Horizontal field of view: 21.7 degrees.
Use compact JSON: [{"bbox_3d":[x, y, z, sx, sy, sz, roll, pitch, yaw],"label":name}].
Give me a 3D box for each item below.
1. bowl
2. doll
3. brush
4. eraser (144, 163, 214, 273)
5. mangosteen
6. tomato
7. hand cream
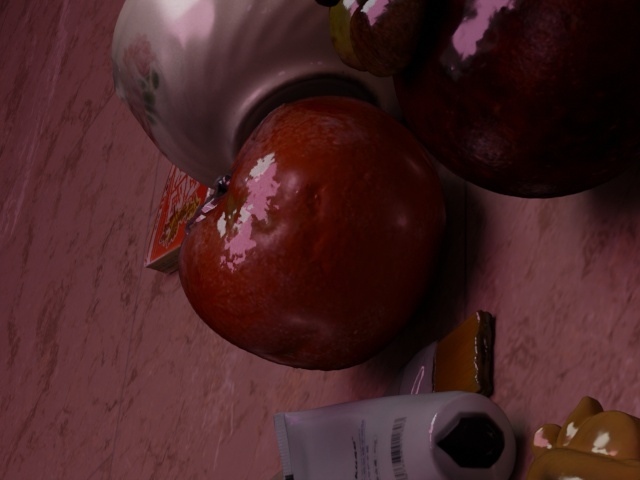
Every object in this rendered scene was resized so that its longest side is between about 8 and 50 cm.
[{"bbox_3d":[-0.031,-0.137,1.442,0.277,0.277,0.145,-55,42,31],"label":"bowl"},{"bbox_3d":[0.187,0.151,0.856,0.291,0.086,0.117,7,72,66],"label":"doll"},{"bbox_3d":[0.033,0.155,1.310,0.336,0.020,0.085,-44,33,47],"label":"brush"},{"bbox_3d":[-0.127,-0.060,1.880,0.230,0.038,0.157,-27,45,61],"label":"eraser"},{"bbox_3d":[0.111,-0.141,1.082,0.215,0.257,0.215,-166,90,-89],"label":"mangosteen"},{"bbox_3d":[0.002,-0.003,1.311,0.232,0.188,0.232,-53,9,12],"label":"tomato"},{"bbox_3d":[0.035,0.164,1.226,0.320,0.067,0.109,-25,70,60],"label":"hand cream"}]
